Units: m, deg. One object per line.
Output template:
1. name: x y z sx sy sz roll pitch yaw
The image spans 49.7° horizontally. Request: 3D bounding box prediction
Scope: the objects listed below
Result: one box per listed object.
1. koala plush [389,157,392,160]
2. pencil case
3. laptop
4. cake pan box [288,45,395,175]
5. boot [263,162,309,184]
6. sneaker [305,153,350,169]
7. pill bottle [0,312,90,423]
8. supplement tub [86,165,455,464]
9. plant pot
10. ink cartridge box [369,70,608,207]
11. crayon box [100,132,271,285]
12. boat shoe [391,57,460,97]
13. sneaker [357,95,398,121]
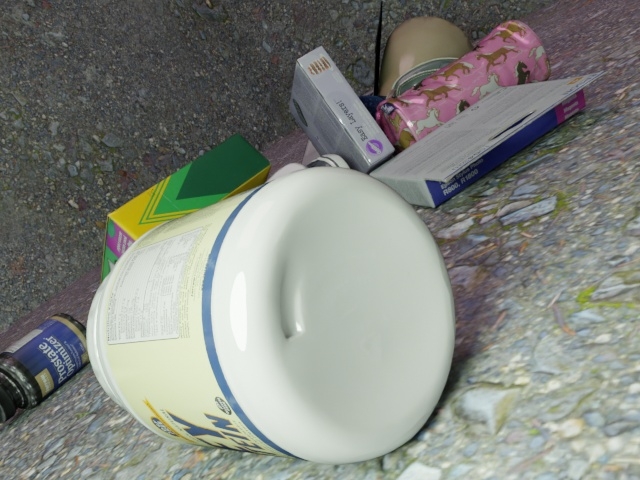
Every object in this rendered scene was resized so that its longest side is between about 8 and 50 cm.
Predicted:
1. koala plush: 0.082 -0.245 1.680 0.203 0.196 0.221 -24 9 -11
2. pencil case: 0.297 -0.307 1.447 0.386 0.167 0.160 -34 15 -14
3. laptop: 0.059 -0.429 1.989 0.408 0.236 0.382 -27 26 23
4. cake pan box: 0.036 -0.227 1.413 0.070 0.267 0.246 -33 -8 -10
5. boot: -0.102 -0.020 1.248 0.258 0.123 0.095 -37 51 -4
6. sneaker: -0.040 -0.072 1.411 0.127 0.126 0.321 -32 0 -26
7. pill bottle: -0.560 0.249 1.351 0.123 0.122 0.219 -19 18 40
8. supplement tub: -0.065 0.077 0.650 0.325 0.235 0.235 -15 20 50
9. plant pot: 0.254 -0.407 1.823 0.256 0.256 0.274 -19 33 41
10. ink cartridge box: 0.279 -0.169 1.191 0.324 0.071 0.330 -33 16 -9
11. crayon box: -0.272 0.001 1.350 0.313 0.106 0.363 -39 -13 -36
12. boat shoe: 0.325 -0.371 1.622 0.320 0.116 0.099 -7 19 8
13. sneaker: 0.139 -0.278 1.521 0.232 0.081 0.090 -1 12 -25
